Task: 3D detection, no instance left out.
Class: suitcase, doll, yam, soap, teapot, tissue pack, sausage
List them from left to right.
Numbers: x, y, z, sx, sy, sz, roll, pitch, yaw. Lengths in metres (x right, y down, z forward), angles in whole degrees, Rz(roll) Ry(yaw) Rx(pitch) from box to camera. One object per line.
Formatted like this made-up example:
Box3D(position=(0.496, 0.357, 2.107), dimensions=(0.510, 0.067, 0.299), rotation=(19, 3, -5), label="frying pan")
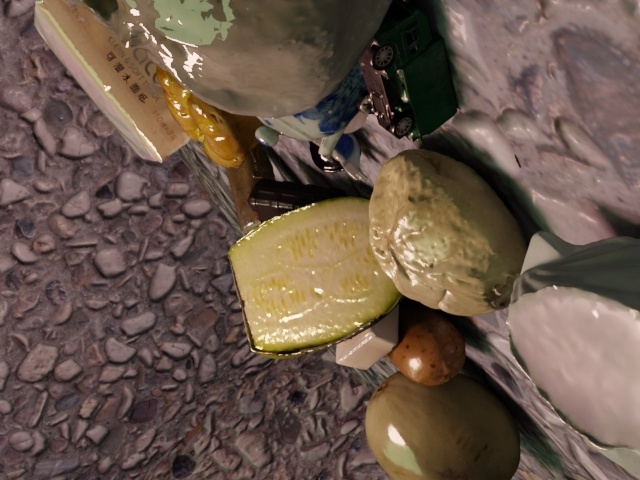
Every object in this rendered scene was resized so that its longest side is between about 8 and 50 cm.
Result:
Box3D(position=(-0.435, -0.388, 1.754), dimensions=(0.405, 0.205, 0.332), rotation=(52, 170, -18), label="tissue pack")
Box3D(position=(-0.147, -0.135, 1.629), dimensions=(0.106, 0.106, 0.259), rotation=(81, 175, -71), label="yam")
Box3D(position=(-0.028, -0.168, 0.853), dimensions=(0.232, 0.159, 0.159), rotation=(26, -168, -50), label="teapot")
Box3D(position=(0.000, 0.000, 1.503), dimensions=(0.206, 0.066, 0.285), rotation=(10, 147, 34), label="suitcase")
Box3D(position=(0.011, -0.141, 1.121), dimensions=(0.195, 0.070, 0.096), rotation=(51, -172, 37), label="doll")
Box3D(position=(0.086, 0.128, 1.392), dimensions=(0.063, 0.183, 0.121), rotation=(23, 137, -20), label="soap")
Box3D(position=(0.149, 0.175, 1.507), dimensions=(0.501, 0.123, 0.136), rotation=(-176, 81, -77), label="sausage")

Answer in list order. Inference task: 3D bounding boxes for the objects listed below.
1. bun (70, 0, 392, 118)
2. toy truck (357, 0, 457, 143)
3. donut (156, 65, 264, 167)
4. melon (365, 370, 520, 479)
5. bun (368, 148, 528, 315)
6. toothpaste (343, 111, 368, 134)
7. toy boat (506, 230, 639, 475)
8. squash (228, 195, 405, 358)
Box3D(position=(-0.101, -0.245, 0.595), dimensions=(0.354, 0.194, 0.354), rotation=(38, 154, 22), label="bun")
Box3D(position=(0.073, -0.160, 0.738), dimensions=(0.065, 0.079, 0.147), rotation=(44, 169, 37), label="toy truck")
Box3D(position=(-0.192, -0.246, 1.441), dimensions=(0.208, 0.128, 0.261), rotation=(47, 170, 7), label="donut")
Box3D(position=(0.233, 0.375, 1.487), dimensions=(0.308, 0.272, 0.272), rotation=(13, 166, 3), label="melon")
Box3D(position=(0.134, -0.002, 0.898), dimensions=(0.220, 0.134, 0.220), rotation=(52, 171, 12), label="bun")
Box3D(position=(-0.012, -0.220, 1.012), dimensions=(0.193, 0.045, 0.071), rotation=(52, 164, 24), label="toothpaste")
Box3D(position=(0.244, 0.092, 0.606), dimensions=(0.290, 0.100, 0.199), rotation=(36, 120, 52), label="toy boat")
Box3D(position=(0.012, 0.055, 1.272), dimensions=(0.309, 0.210, 0.234), rotation=(-29, 72, 61), label="squash")
